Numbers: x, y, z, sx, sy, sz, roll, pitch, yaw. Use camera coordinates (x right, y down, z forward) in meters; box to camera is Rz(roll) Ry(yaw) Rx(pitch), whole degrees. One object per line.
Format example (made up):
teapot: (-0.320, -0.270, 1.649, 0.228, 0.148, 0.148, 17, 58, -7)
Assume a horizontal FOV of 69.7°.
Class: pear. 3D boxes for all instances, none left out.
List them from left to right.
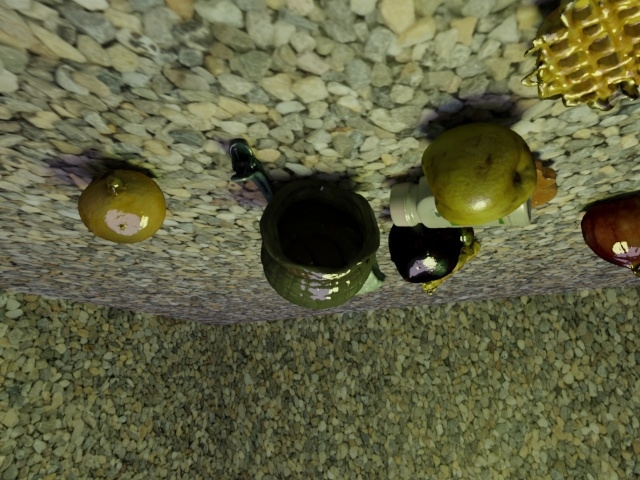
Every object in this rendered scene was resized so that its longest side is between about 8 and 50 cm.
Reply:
pear: (0.291, -0.126, 0.855, 0.199, 0.200, 0.200, -3, 163, -1)

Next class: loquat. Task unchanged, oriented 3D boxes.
loquat: (-0.416, -0.077, 0.967, 0.172, 0.150, 0.204, 3, 151, -7)

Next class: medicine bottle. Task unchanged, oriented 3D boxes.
medicine bottle: (0.312, -0.088, 1.040, 0.296, 0.111, 0.161, 1, 158, 29)

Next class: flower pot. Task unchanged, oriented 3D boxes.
flower pot: (0.000, 0.000, 1.089, 0.301, 0.302, 0.213, -1, 150, -7)

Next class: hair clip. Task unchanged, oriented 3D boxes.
hair clip: (-0.133, -0.132, 1.001, 0.048, 0.083, 0.275, -11, 169, 8)

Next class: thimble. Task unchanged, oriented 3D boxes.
thimble: (0.098, 0.068, 1.438, 0.171, 0.205, 0.250, -14, 144, 17)

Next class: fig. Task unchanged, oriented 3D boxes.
fig: (0.860, 0.008, 1.294, 0.203, 0.250, 0.186, -11, 172, 29)

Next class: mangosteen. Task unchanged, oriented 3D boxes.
mangosteen: (0.300, 0.000, 1.262, 0.242, 0.243, 0.243, -3, 163, -1)

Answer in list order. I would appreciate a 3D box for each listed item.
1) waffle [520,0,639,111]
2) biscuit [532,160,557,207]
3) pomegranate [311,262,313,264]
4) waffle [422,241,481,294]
waffle: (0.420, -0.274, 0.605, 0.328, 0.062, 0.329, -4, 164, -1)
biscuit: (0.470, -0.129, 1.123, 0.201, 0.044, 0.288, -5, 162, 23)
pomegranate: (-0.062, 0.121, 1.637, 0.196, 0.196, 0.196, -3, 163, -1)
waffle: (0.469, 0.092, 1.649, 0.262, 0.060, 0.280, -42, 166, 3)
